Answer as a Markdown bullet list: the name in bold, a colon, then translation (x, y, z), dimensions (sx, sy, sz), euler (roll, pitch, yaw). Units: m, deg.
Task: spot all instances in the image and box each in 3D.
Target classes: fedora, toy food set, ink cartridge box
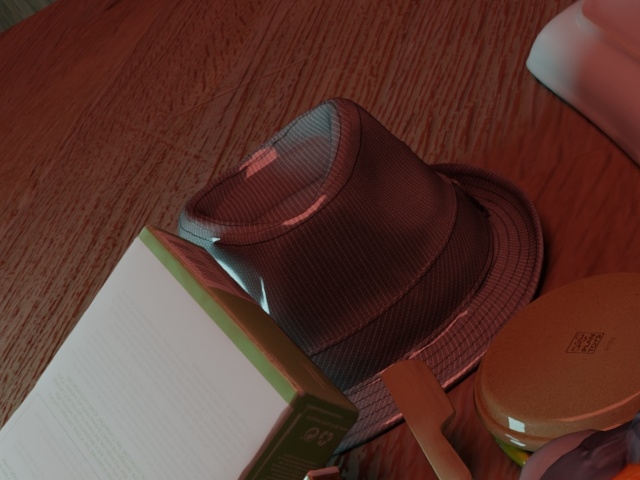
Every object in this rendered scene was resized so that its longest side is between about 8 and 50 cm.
- **fedora**: translation (0.000, 0.000, 0.927), dimensions (0.243, 0.124, 0.275), euler (-33, 21, 5)
- **toy food set**: translation (0.134, 0.061, 0.736), dimensions (0.192, 0.038, 0.132), euler (-28, 29, 1)
- **ink cartridge box**: translation (-0.106, 0.131, 0.818), dimensions (0.235, 0.056, 0.171), euler (-55, 47, 9)

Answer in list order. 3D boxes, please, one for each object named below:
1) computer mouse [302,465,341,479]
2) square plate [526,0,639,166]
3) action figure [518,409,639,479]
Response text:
- **computer mouse**: translation (-0.036, 0.147, 0.428), dimensions (0.106, 0.042, 0.193), euler (-44, 7, 33)
- **square plate**: translation (0.311, -0.178, 0.955), dimensions (0.344, 0.049, 0.347), euler (-33, 22, 4)
- **action figure**: translation (0.119, 0.076, 0.505), dimensions (0.341, 0.178, 0.330), euler (-2, 18, 33)
